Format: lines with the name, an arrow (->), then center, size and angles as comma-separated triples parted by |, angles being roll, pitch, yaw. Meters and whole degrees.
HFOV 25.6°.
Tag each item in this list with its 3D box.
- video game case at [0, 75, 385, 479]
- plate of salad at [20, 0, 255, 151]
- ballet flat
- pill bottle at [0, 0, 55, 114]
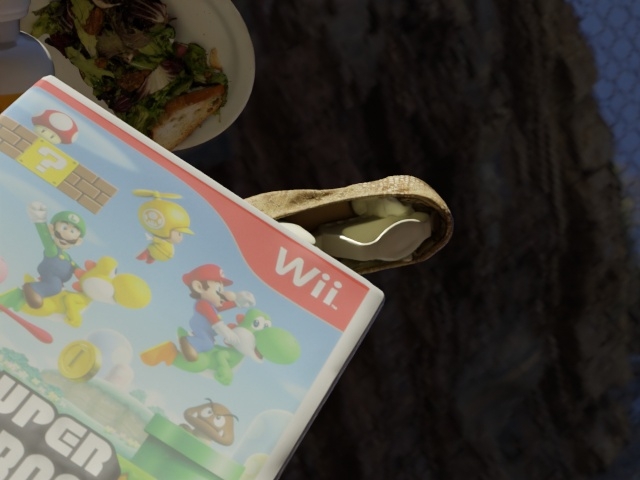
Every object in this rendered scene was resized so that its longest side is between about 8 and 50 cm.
video game case -> -0.109, 0.055, 0.595 | 0.204, 0.285, 0.025 | 33, -49, 2
plate of salad -> -0.154, -0.148, 1.163 | 0.199, 0.048, 0.200 | 5, -49, 6
ballet flat -> 0.000, 0.000, 0.935 | 0.067, 0.206, 0.073 | 28, -49, 58
pill bottle -> -0.215, -0.061, 0.824 | 0.117, 0.117, 0.208 | 21, -67, 41
